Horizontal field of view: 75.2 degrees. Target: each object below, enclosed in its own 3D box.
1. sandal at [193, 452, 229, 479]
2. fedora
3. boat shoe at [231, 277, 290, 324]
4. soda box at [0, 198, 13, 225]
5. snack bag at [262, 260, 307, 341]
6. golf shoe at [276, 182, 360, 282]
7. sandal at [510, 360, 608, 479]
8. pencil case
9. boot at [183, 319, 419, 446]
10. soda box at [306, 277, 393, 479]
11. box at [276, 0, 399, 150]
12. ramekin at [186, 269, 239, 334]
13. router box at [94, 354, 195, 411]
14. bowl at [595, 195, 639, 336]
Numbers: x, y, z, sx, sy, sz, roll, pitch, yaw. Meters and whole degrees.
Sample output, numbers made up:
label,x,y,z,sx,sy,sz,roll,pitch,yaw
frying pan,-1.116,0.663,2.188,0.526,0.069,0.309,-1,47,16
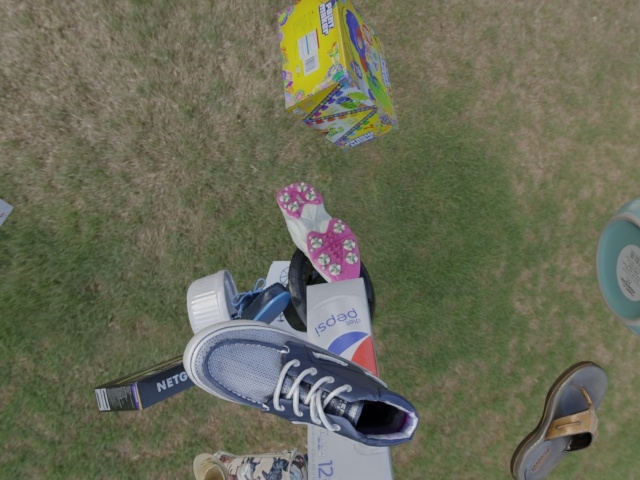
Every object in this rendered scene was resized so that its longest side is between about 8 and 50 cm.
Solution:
label,x,y,z,sx,sy,sz,roll,pitch,yaw
sandal,-0.298,0.678,1.187,0.088,0.240,0.079,-8,118,-31
fedora,0.002,0.146,1.130,0.152,0.334,0.334,-30,115,35
boat shoe,-0.151,0.149,0.891,0.109,0.258,0.089,-20,71,-42
soda box,-0.725,-0.096,0.797,0.216,0.069,0.074,36,91,-11
snack bag,-0.075,0.214,1.438,0.037,0.323,0.343,59,39,-46
golf shoe,0.000,0.000,0.976,0.115,0.306,0.140,-22,147,-14
sandal,0.369,0.286,0.625,0.090,0.060,0.219,36,89,-17
pencil case,-0.240,0.892,1.596,0.410,0.160,0.184,-14,72,25
boot,-0.010,0.116,0.336,0.190,0.086,0.069,21,82,-28
soda box,0.034,0.189,0.557,0.091,0.286,0.098,-9,131,6
box,0.048,-0.437,1.083,0.279,0.177,0.290,18,60,-55
ramekin,-0.293,0.192,1.163,0.109,0.207,0.207,-13,104,-3
router box,-0.491,0.432,1.300,0.308,0.243,0.081,-10,83,-54
bowl,0.563,0.041,0.655,0.163,0.311,0.312,-2,102,8
